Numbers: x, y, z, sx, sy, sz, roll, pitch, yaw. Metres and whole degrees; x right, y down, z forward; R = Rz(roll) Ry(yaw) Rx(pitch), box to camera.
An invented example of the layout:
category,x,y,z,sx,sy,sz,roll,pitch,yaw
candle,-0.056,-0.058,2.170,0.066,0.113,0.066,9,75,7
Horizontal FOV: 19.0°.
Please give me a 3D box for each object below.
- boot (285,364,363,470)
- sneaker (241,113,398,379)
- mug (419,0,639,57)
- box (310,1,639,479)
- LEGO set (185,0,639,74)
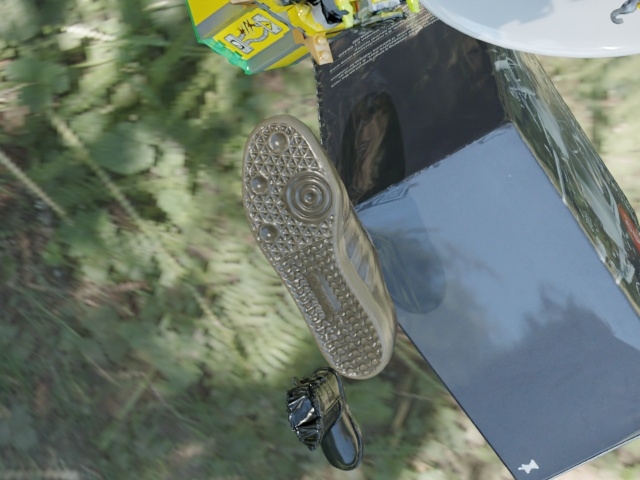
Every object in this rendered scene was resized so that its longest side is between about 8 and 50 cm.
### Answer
category,x,y,z,sx,sy,sz,roll,pitch,yaw
boot,0.004,0.187,1.923,0.045,0.099,0.121,-11,98,17
sneaker,0.000,0.000,1.282,0.066,0.071,0.188,-15,105,17
mug,0.211,-0.357,1.288,0.276,0.374,0.328,16,59,-24
box,0.158,-0.017,1.690,0.179,0.312,0.343,-28,121,16
LEGO set,0.084,-0.207,0.753,0.331,0.192,0.254,-6,82,-27
